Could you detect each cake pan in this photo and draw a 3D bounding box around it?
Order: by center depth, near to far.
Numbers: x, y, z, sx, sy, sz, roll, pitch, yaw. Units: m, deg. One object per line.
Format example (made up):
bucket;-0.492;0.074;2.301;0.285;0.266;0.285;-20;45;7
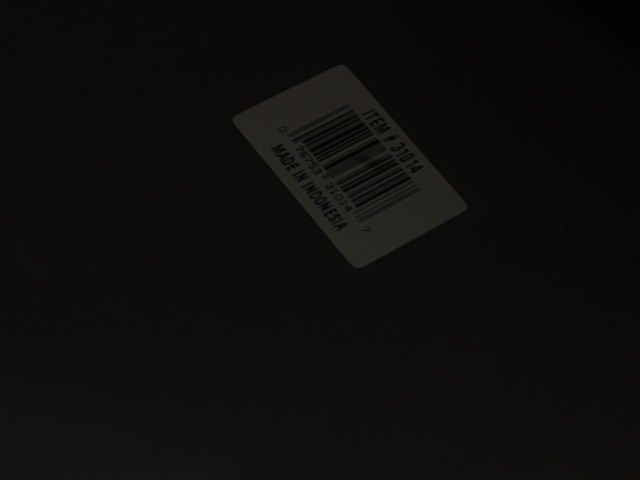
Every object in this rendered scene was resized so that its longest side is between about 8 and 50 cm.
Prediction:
cake pan;0.000;0.000;0.454;0.293;0.054;0.293;5;56;-7
